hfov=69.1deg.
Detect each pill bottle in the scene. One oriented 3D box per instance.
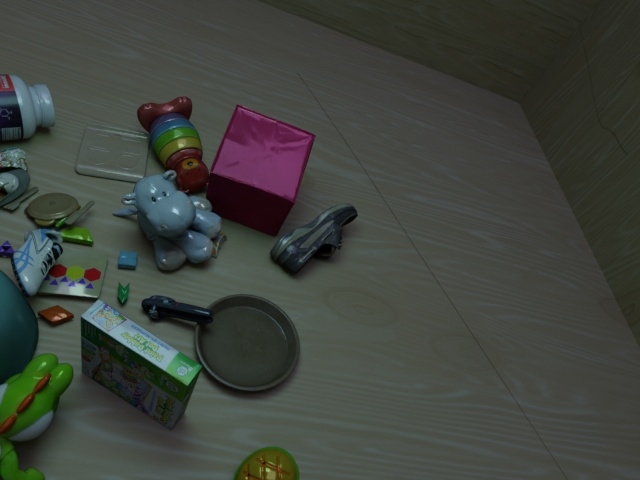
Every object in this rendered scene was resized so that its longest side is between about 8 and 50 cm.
[{"bbox_3d":[-0.937,-0.367,1.297,0.323,0.181,0.181,-18,61,-37],"label":"pill bottle"}]

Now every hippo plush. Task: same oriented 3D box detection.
[{"bbox_3d":[-0.396,-0.091,1.254,0.234,0.236,0.294,-36,73,-27],"label":"hippo plush"}]

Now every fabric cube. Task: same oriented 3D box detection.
[{"bbox_3d":[-0.190,-0.206,1.430,0.259,0.258,0.254,20,63,-10],"label":"fabric cube"}]

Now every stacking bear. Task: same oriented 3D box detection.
[{"bbox_3d":[-0.449,-0.288,1.494,0.175,0.164,0.289,-20,73,-25],"label":"stacking bear"}]

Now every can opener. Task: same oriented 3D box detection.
[{"bbox_3d":[-0.359,0.173,1.168,0.186,0.059,0.073,9,48,9],"label":"can opener"}]

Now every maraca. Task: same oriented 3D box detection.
[{"bbox_3d":[-0.132,0.521,0.978,0.186,0.099,0.127,-34,67,-15],"label":"maraca"}]

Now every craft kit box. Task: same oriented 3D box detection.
[{"bbox_3d":[-0.380,0.268,0.966,0.247,0.249,0.061,29,44,1],"label":"craft kit box"}]

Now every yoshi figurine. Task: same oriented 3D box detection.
[{"bbox_3d":[-0.602,0.378,0.847,0.203,0.203,0.362,10,50,31],"label":"yoshi figurine"}]

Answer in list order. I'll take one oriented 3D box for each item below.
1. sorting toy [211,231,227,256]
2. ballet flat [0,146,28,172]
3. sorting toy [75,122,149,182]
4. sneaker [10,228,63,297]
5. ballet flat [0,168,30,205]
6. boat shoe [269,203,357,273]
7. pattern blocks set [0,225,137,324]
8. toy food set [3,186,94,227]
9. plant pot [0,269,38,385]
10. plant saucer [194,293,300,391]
[{"bbox_3d":[-0.330,0.001,1.385,0.075,0.044,0.083,10,44,8],"label":"sorting toy"},{"bbox_3d":[-0.897,-0.180,1.229,0.241,0.091,0.077,-32,102,-37],"label":"ballet flat"},{"bbox_3d":[-0.650,-0.273,1.467,0.193,0.038,0.208,7,53,-21],"label":"sorting toy"},{"bbox_3d":[-0.648,0.041,1.071,0.086,0.085,0.237,-12,35,-15],"label":"sneaker"},{"bbox_3d":[-0.836,-0.123,1.192,0.072,0.068,0.213,41,51,-9],"label":"ballet flat"},{"bbox_3d":[0.000,0.000,1.500,0.355,0.132,0.130,-32,80,-33],"label":"boat shoe"},{"bbox_3d":[-0.638,0.081,1.159,0.325,0.026,0.285,15,46,-14],"label":"pattern blocks set"},{"bbox_3d":[-0.724,-0.083,1.256,0.192,0.038,0.132,14,38,6],"label":"toy food set"},{"bbox_3d":[-0.721,0.151,0.885,0.293,0.235,0.293,12,53,-16],"label":"plant pot"},{"bbox_3d":[-0.190,0.265,1.212,0.278,0.041,0.277,14,46,-15],"label":"plant saucer"}]
